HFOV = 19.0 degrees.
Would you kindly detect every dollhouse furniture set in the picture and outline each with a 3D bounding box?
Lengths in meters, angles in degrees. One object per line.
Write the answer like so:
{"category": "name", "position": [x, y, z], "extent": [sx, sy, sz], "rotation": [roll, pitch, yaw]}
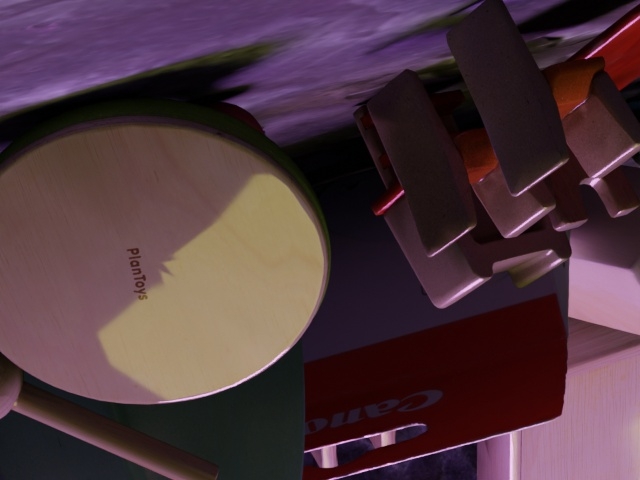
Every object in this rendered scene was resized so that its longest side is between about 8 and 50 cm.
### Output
{"category": "dollhouse furniture set", "position": [0.159, 0.074, 1.789], "extent": [0.362, 0.394, 0.256], "rotation": [-16, 132, -14]}
{"category": "dollhouse furniture set", "position": [0.133, -0.075, 1.069], "extent": [0.262, 0.135, 0.259], "rotation": [-12, 163, -38]}

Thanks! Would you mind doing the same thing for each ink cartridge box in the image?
{"category": "ink cartridge box", "position": [0.019, 0.048, 1.363], "extent": [0.308, 0.091, 0.385], "rotation": [-16, -163, 13]}

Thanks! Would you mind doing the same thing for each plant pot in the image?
{"category": "plant pot", "position": [-0.111, 0.076, 1.146], "extent": [0.165, 0.234, 0.165], "rotation": [-13, 175, -42]}

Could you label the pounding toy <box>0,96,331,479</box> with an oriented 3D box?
{"category": "pounding toy", "position": [-0.098, 0.001, 0.991], "extent": [0.183, 0.110, 0.237], "rotation": [15, 127, -15]}

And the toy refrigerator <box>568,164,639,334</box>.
{"category": "toy refrigerator", "position": [0.217, 0.003, 1.550], "extent": [0.102, 0.094, 0.269], "rotation": [-46, -153, -17]}

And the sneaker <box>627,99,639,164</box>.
{"category": "sneaker", "position": [0.276, -0.096, 1.590], "extent": [0.076, 0.065, 0.166], "rotation": [2, 170, -8]}
